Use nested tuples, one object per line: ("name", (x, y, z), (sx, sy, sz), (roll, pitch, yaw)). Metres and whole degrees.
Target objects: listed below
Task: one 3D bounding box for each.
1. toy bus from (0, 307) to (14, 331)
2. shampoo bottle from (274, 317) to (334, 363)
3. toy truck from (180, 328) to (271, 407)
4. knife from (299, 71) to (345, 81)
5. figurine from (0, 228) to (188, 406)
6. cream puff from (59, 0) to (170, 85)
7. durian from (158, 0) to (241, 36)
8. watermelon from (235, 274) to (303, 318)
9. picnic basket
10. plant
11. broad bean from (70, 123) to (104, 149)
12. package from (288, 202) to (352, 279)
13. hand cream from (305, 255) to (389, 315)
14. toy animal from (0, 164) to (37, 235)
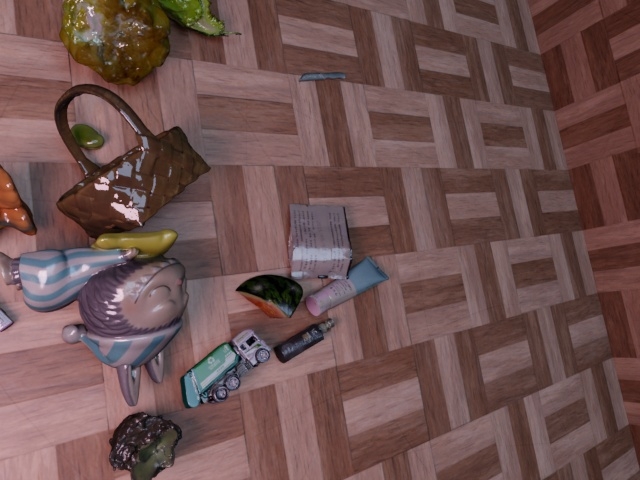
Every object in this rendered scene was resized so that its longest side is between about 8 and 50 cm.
("toy bus", (-0.727, 0.142, 0.974), (0.037, 0.052, 0.131), (-44, 104, -30))
("shampoo bottle", (-0.042, 0.298, 1.367), (0.207, 0.063, 0.057), (-25, 83, -32))
("toy truck", (-0.255, 0.345, 1.194), (0.253, 0.114, 0.124), (-40, 90, -32))
("knife", (0.008, -0.593, 1.623), (0.210, 0.015, 0.028), (-16, 94, -33))
("figurine", (-0.472, 0.186, 0.999), (0.361, 0.266, 0.378), (-8, 78, -23))
("cream puff", (-0.524, -0.548, 1.148), (0.282, 0.282, 0.185), (-6, 56, -33))
("durian", (-0.408, -0.709, 1.335), (0.375, 0.106, 0.132), (25, 72, -21))
("watermelon", (-0.149, 0.148, 1.305), (0.137, 0.193, 0.145), (-43, 106, 14))
("picnic basket", (-0.482, -0.205, 1.046), (0.337, 0.293, 0.337), (18, 67, -49))
("plant", (-0.398, 0.466, 1.020), (0.131, 0.203, 0.142), (41, 56, -26))
("broad bean", (-0.599, -0.264, 1.151), (0.083, 0.045, 0.063), (29, 64, -15))
("package", (0.000, 0.000, 1.440), (0.204, 0.062, 0.251), (3, 74, -22))
("hand cream", (0.087, 0.148, 1.480), (0.312, 0.070, 0.111), (-23, 62, -36))
("toy animal", (-0.790, -0.047, 0.901), (0.338, 0.216, 0.191), (-30, 68, -30))
